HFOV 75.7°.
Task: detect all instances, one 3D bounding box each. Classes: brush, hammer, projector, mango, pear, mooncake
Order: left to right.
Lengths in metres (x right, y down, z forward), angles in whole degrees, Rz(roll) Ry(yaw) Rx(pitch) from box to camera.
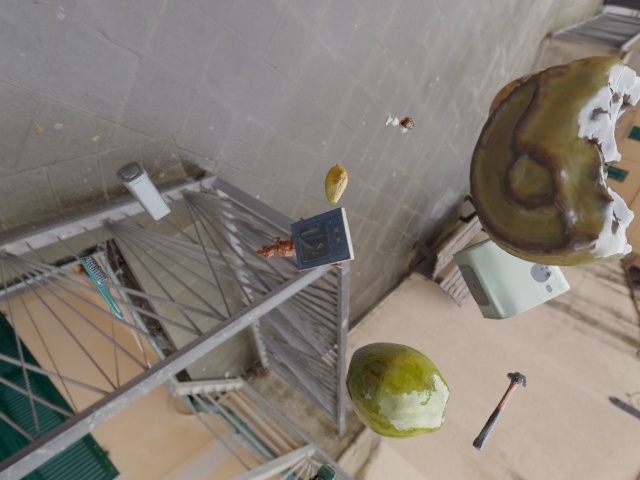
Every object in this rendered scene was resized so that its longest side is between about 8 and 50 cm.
[{"bbox_3d":[-0.576,0.122,1.105,0.032,0.193,0.043,-33,-176,-4],"label":"brush"},{"bbox_3d":[0.068,-0.255,1.845,0.066,0.101,0.188,123,-20,-84],"label":"mango"},{"bbox_3d":[0.283,0.575,1.595,0.352,0.413,0.352,-38,136,-49],"label":"pear"},{"bbox_3d":[0.577,0.547,1.331,0.288,0.033,0.111,-51,170,-14],"label":"hammer"},{"bbox_3d":[0.624,0.100,1.382,0.248,0.249,0.248,-25,171,-1],"label":"projector"},{"bbox_3d":[0.512,-0.144,0.847,0.246,0.394,0.393,7,136,-37],"label":"mooncake"}]

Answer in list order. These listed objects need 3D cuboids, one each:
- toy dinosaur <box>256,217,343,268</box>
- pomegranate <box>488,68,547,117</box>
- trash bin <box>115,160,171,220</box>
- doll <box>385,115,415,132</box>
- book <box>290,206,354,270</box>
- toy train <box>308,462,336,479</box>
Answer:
[{"bbox_3d":[-0.091,0.009,1.865,0.097,0.431,0.208,58,39,-54],"label":"toy dinosaur"},{"bbox_3d":[0.655,-0.381,1.250,0.264,0.264,0.264,-38,145,-33],"label":"pomegranate"},{"bbox_3d":[-0.725,-0.207,1.684,0.101,0.176,0.236,-39,123,-19],"label":"trash bin"},{"bbox_3d":[0.247,-0.366,1.278,0.085,0.058,0.040,25,60,-23],"label":"doll"},{"bbox_3d":[0.000,0.000,1.536,0.025,0.269,0.191,-5,83,-48],"label":"book"},{"bbox_3d":[0.002,0.789,1.338,0.099,0.070,0.172,-40,153,-35],"label":"toy train"}]
